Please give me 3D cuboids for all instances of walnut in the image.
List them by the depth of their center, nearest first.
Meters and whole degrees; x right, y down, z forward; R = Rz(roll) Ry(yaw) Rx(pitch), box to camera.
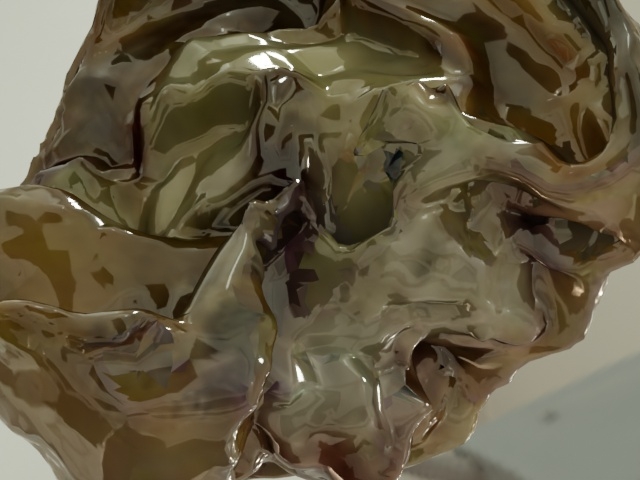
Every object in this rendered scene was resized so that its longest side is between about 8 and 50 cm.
[{"bbox_3d":[-0.009,-0.004,0.572,0.204,0.238,0.141,45,-27,45],"label":"walnut"}]
